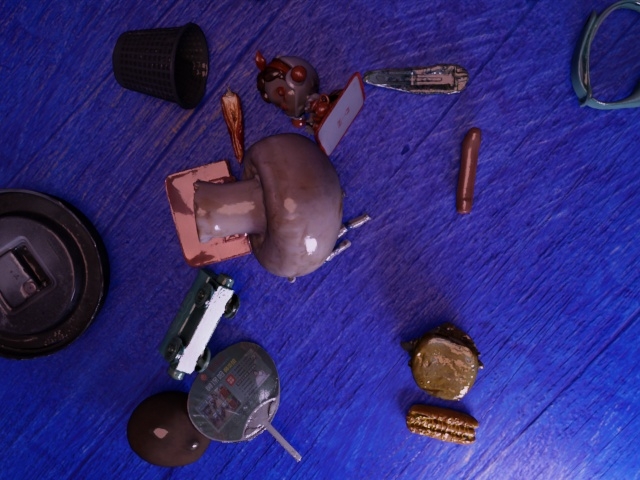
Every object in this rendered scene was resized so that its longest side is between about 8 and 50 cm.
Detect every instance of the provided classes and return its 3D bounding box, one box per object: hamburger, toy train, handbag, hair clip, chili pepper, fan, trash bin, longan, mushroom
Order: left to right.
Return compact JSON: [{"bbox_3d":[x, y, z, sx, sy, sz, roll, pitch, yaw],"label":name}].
[{"bbox_3d":[-0.338,-0.373,1.414,0.160,0.175,0.176,11,96,13],"label":"trash bin"},{"bbox_3d":[-0.329,0.412,1.478,0.189,0.189,0.189,0,96,3],"label":"longan"},{"bbox_3d":[-0.271,0.174,1.465,0.101,0.159,0.248,28,90,-33],"label":"toy train"},{"bbox_3d":[-0.241,-0.059,1.482,0.157,0.059,0.213,-14,94,4],"label":"handbag"},{"bbox_3d":[-0.185,-0.248,1.477,0.045,0.027,0.178,-10,95,8],"label":"chili pepper"},{"bbox_3d":[-0.175,0.376,1.476,0.223,0.012,0.295,-14,86,-30],"label":"fan"},{"bbox_3d":[-0.106,-0.064,1.335,0.289,0.297,0.298,-10,95,-17],"label":"mushroom"},{"bbox_3d":[0.203,-0.346,1.445,0.229,0.036,0.066,0,100,-4],"label":"hair clip"},{"bbox_3d":[0.257,0.256,1.460,0.184,0.131,0.159,23,105,7],"label":"hamburger"}]

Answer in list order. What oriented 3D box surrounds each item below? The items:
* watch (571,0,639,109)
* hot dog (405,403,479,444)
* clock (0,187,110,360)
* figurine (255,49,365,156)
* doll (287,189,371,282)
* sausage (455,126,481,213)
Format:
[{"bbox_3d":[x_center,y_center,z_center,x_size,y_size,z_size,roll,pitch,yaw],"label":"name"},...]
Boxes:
[{"bbox_3d":[0.626,-0.378,1.408,0.195,0.068,0.237,25,95,1],"label":"watch"},{"bbox_3d":[0.269,0.409,1.510,0.164,0.045,0.071,13,98,0],"label":"hot dog"},{"bbox_3d":[-0.660,0.073,1.505,0.385,0.076,0.387,0,96,3],"label":"clock"},{"bbox_3d":[-0.045,-0.312,1.404,0.226,0.183,0.160,34,87,11],"label":"figurine"},{"bbox_3d":[0.000,0.000,1.480,0.227,0.057,0.114,-46,75,3],"label":"doll"},{"bbox_3d":[0.317,-0.150,1.455,0.043,0.043,0.187,7,96,2],"label":"sausage"}]
